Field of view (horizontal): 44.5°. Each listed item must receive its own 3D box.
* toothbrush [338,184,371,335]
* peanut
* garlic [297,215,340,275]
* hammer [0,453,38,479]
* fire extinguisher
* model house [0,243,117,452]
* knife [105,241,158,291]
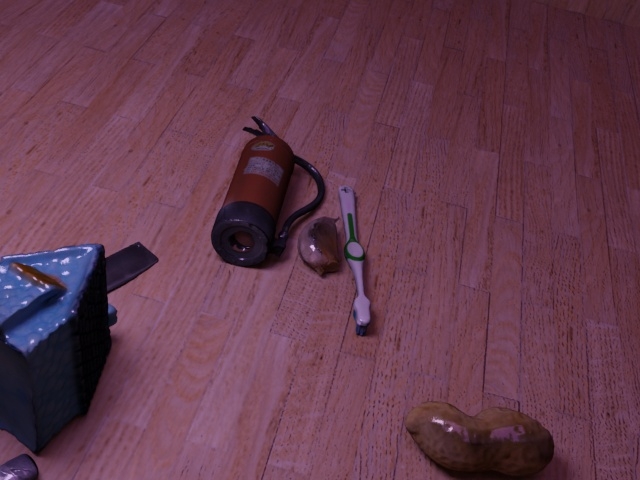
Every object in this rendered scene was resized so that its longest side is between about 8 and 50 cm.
[{"bbox_3d":[0.065,0.016,1.512,0.042,0.040,0.418,4,41,-7],"label":"toothbrush"},{"bbox_3d":[0.242,0.301,1.192,0.229,0.098,0.103,9,-1,-6],"label":"peanut"},{"bbox_3d":[-0.006,0.004,1.499,0.084,0.066,0.152,26,38,-27],"label":"garlic"},{"bbox_3d":[-0.551,0.373,0.951,0.427,0.044,0.152,-28,56,-38],"label":"hammer"},{"bbox_3d":[-0.101,-0.093,1.569,0.200,0.113,0.376,46,33,-28],"label":"fire extinguisher"},{"bbox_3d":[-0.405,0.105,1.123,0.226,0.261,0.241,31,45,19],"label":"model house"},{"bbox_3d":[-0.390,0.067,1.359,0.072,0.019,0.245,37,44,24],"label":"knife"}]
